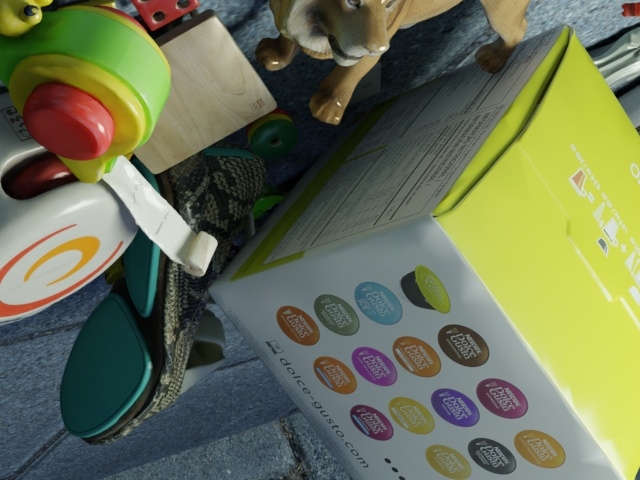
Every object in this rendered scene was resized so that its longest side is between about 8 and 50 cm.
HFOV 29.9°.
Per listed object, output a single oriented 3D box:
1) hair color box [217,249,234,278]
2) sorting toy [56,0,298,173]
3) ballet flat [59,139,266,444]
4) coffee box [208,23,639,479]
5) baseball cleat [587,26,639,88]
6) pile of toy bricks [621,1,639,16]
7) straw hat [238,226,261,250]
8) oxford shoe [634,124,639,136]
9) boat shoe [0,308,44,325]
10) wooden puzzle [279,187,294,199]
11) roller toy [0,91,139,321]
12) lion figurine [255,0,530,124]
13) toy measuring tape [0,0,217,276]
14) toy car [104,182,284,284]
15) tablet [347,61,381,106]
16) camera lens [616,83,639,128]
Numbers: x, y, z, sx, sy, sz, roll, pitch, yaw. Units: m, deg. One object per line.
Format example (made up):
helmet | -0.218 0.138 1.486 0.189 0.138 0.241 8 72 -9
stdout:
hair color box | -0.177 0.059 1.520 0.141 0.043 0.072 -29 165 18
sorting toy | -0.130 -0.142 1.047 0.132 0.046 0.274 -29 144 7
ballet flat | -0.167 0.074 1.386 0.182 0.164 0.483 -6 140 -31
coffee box | 0.161 0.040 1.261 0.334 0.338 0.338 -19 -155 46
baseball cleat | 0.358 -0.213 1.577 0.206 0.072 0.109 -21 169 -3
pile of toy bricks | 0.347 -0.286 1.288 0.105 0.118 0.212 0 -169 19
straw hat | -0.082 0.012 1.667 0.061 0.144 0.144 31 137 -21
oxford shoe | 0.363 -0.021 1.684 0.146 0.140 0.397 -16 156 -32
boat shoe | -0.366 0.054 1.387 0.226 0.083 0.076 -19 -179 26
wooden puzzle | 0.092 -0.087 1.601 0.238 0.044 0.221 -30 157 25
roller toy | -0.268 -0.036 1.059 0.209 0.146 0.191 -36 165 6
lion figurine | 0.091 -0.228 1.040 0.392 0.142 0.240 -31 165 -39
toy measuring tape | -0.144 -0.082 0.949 0.121 0.121 0.330 -27 132 11
toy car | -0.138 -0.019 1.508 0.225 0.053 0.239 -34 163 33
tablet | 0.043 -0.173 1.346 0.054 0.006 0.083 -23 166 -5
camera lens | 0.517 -0.130 1.822 0.274 0.219 0.219 -32 164 27
